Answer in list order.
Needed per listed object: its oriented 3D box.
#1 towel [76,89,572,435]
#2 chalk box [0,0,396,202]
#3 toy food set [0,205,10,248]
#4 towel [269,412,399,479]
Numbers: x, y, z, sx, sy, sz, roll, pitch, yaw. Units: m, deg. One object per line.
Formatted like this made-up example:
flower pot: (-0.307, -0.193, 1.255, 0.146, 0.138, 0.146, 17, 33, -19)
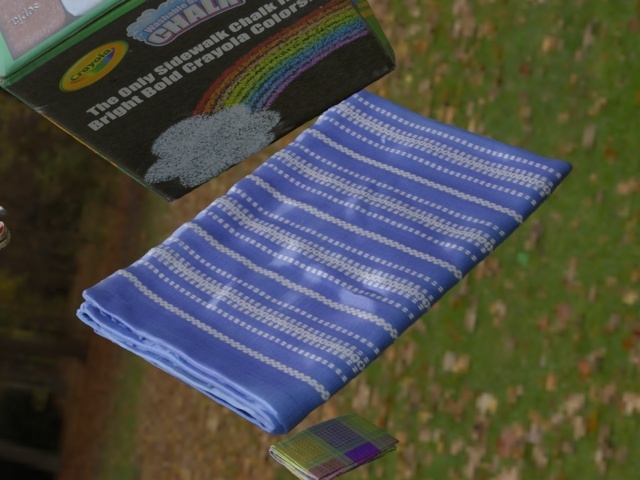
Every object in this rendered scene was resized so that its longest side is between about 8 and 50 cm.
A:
towel: (0.000, 0.000, 1.187, 0.243, 0.336, 0.040, 24, 144, 41)
chalk box: (-0.103, -0.174, 0.857, 0.179, 0.180, 0.289, 63, -172, 23)
toy food set: (-0.288, 0.022, 1.188, 0.078, 0.122, 0.019, 36, 157, 56)
towel: (0.009, 0.154, 1.126, 0.060, 0.083, 0.009, 28, 128, 42)
